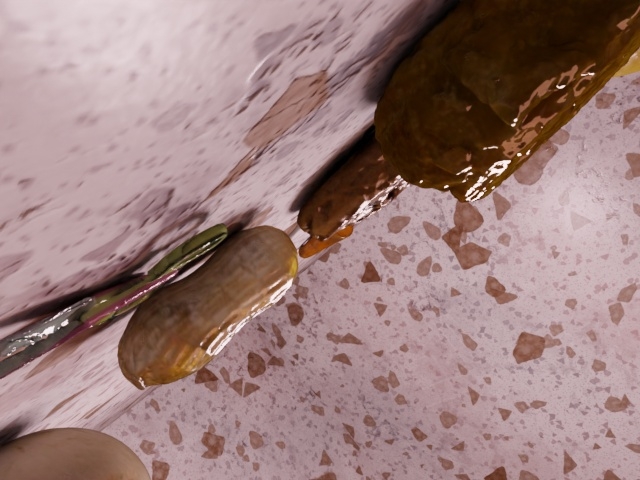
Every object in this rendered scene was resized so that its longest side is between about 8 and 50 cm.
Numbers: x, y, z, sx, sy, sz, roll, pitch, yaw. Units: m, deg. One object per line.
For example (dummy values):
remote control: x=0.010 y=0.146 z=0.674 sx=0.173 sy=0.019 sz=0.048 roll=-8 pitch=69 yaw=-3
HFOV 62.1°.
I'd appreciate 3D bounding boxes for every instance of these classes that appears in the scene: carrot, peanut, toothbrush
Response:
carrot: x=0.000 y=0.000 z=1.259 sx=0.061 sy=0.061 sz=0.209 roll=-37 pitch=-179 yaw=-36
peanut: x=-0.107 y=0.061 z=0.521 sx=0.206 sy=0.087 sz=0.087 roll=-40 pitch=177 yaw=-19
toothbrush: x=-0.055 y=-0.002 z=0.890 sx=0.162 sy=0.014 sz=0.017 roll=-44 pitch=-167 yaw=52

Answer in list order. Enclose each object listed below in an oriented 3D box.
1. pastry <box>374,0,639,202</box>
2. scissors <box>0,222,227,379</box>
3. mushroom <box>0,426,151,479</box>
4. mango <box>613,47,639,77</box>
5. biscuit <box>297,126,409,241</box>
pastry: x=0.150 y=-0.140 z=0.437 sx=0.240 sy=0.132 sz=0.235 roll=-47 pitch=167 yaw=10
scissors: x=-0.150 y=0.046 z=0.367 sx=0.133 sy=0.020 sz=0.187 roll=-36 pitch=180 yaw=31
mushroom: x=-0.338 y=0.394 z=0.592 sx=0.362 sy=0.294 sz=0.362 roll=-41 pitch=178 yaw=-2
mango: x=0.338 y=-0.248 z=0.590 sx=0.262 sy=0.130 sz=0.167 roll=-13 pitch=173 yaw=-41
biscuit: x=0.090 y=-0.094 z=0.708 sx=0.296 sy=0.075 sz=0.296 roll=-39 pitch=177 yaw=-2
